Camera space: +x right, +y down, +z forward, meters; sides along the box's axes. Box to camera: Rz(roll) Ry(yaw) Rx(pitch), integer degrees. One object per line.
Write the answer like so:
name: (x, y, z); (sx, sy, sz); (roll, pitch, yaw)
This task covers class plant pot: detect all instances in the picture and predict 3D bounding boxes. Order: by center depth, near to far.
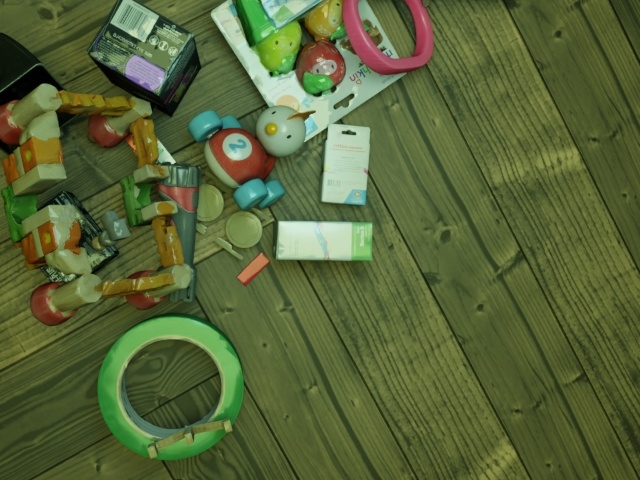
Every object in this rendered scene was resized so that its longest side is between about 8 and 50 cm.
plant pot: (-0.655, -0.318, 1.432); (0.188, 0.187, 0.167); (-39, 69, -5)

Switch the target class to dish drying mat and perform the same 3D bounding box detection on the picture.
dish drying mat: (-0.158, 0.067, 1.594); (0.032, 0.008, 0.083); (45, 84, -7)

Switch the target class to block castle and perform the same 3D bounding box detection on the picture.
block castle: (-0.470, -0.070, 1.379); (0.303, 0.212, 0.453); (-8, 81, -51)

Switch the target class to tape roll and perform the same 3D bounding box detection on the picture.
tape roll: (-0.335, 0.328, 1.541); (0.321, 0.077, 0.321); (0, 90, -8)

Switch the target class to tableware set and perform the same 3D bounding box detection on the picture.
tableware set: (-0.219, -0.058, 1.568); (0.194, 0.039, 0.128); (36, 102, -1)

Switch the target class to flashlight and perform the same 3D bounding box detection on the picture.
flashlight: (-0.326, -0.020, 1.514); (0.103, 0.103, 0.304); (2, 102, -26)

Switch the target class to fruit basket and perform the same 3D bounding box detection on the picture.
fruit basket: (-0.017, -0.445, 1.528); (0.327, 0.165, 0.353); (-34, 98, -6)

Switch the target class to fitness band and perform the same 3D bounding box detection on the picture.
fitness band: (0.160, -0.480, 1.523); (0.291, 0.054, 0.209); (-23, 96, -47)

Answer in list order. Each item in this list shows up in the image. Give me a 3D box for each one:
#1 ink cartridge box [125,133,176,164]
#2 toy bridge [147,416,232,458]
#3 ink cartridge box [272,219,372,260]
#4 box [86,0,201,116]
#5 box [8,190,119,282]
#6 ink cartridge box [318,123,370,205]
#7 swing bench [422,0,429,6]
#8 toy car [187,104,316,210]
ink cartridge box: (-0.389, -0.204, 1.547); (0.063, 0.029, 0.115); (-38, 96, -5)
toy bridge: (-0.286, 0.425, 1.478); (0.188, 0.063, 0.026); (-17, 93, -8)
ink cartridge box: (0.000, 0.000, 1.540); (0.212, 0.154, 0.093); (-1, 91, -7)
box: (-0.360, -0.379, 1.426); (0.165, 0.270, 0.143); (30, 87, -7)
box: (-0.563, 0.004, 1.503); (0.147, 0.077, 0.180); (-38, 95, -6)
ink cartridge box: (0.056, -0.176, 1.591); (0.104, 0.061, 0.181); (5, 91, -8)
swing bench: (0.346, -0.697, 1.550); (0.254, 0.165, 0.253); (-7, 82, -7)
toy car: (-0.117, -0.220, 1.466); (0.238, 0.210, 0.219); (-36, 84, 15)
